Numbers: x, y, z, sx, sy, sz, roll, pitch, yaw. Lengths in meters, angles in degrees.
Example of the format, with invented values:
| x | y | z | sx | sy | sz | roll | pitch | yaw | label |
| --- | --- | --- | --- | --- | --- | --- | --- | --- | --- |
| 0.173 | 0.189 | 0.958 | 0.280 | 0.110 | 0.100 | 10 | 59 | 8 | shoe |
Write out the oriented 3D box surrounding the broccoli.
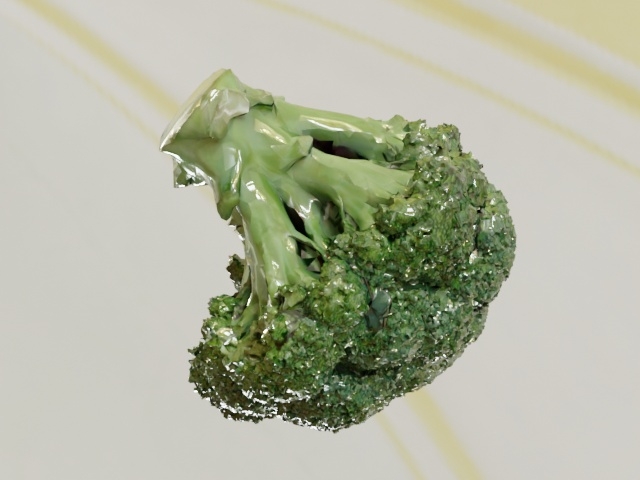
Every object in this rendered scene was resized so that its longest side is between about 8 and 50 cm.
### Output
| x | y | z | sx | sy | sz | roll | pitch | yaw | label |
| --- | --- | --- | --- | --- | --- | --- | --- | --- | --- |
| 0.000 | 0.000 | 1.307 | 0.270 | 0.270 | 0.270 | 47 | -39 | -14 | broccoli |
